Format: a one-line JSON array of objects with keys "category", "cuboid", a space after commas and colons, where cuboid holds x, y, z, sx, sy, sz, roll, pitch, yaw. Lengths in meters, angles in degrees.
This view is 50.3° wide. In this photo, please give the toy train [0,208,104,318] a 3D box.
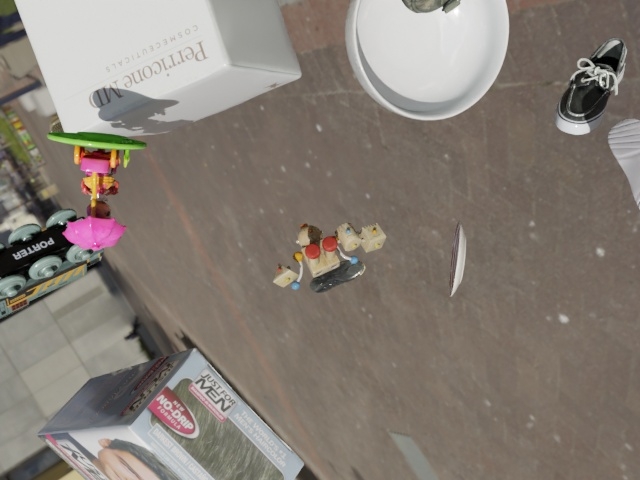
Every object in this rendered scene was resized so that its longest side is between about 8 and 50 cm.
[{"category": "toy train", "cuboid": [-0.654, 0.055, 1.573, 0.142, 0.334, 0.190, 50, 147, 15]}]

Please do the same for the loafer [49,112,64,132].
[{"category": "loafer", "cuboid": [-0.529, -0.284, 1.496, 0.050, 0.148, 0.056, 54, 165, 31]}]

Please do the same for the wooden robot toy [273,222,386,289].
[{"category": "wooden robot toy", "cuboid": [0.000, 0.000, 0.956, 0.079, 0.173, 0.076, 60, 167, 28]}]

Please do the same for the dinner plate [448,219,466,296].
[{"category": "dinner plate", "cuboid": [0.249, 0.032, 1.234, 0.141, 0.017, 0.141, 7, -90, -85]}]

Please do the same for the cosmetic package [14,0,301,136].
[{"category": "cosmetic package", "cuboid": [-0.284, -0.417, 1.181, 0.393, 0.329, 0.327, 71, -159, -4]}]

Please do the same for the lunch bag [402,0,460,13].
[{"category": "lunch bag", "cuboid": [0.128, -0.510, 1.020, 0.305, 0.212, 0.256, 55, 177, 4]}]

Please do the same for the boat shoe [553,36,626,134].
[{"category": "boat shoe", "cuboid": [0.637, -0.366, 1.582, 0.113, 0.306, 0.105, 29, 148, 28]}]

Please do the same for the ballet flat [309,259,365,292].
[{"category": "ballet flat", "cuboid": [0.046, 0.092, 1.811, 0.049, 0.173, 0.057, 0, -112, -60]}]

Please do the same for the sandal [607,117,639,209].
[{"category": "sandal", "cuboid": [0.644, -0.127, 1.308, 0.076, 0.102, 0.265, 27, -139, -40]}]

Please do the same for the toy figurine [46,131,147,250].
[{"category": "toy figurine", "cuboid": [-0.317, -0.068, 0.962, 0.173, 0.130, 0.159, -138, 54, -70]}]

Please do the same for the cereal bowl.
[{"category": "cereal bowl", "cuboid": [0.198, -0.415, 1.373, 0.339, 0.339, 0.141, 64, 169, -19]}]

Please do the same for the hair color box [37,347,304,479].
[{"category": "hair color box", "cuboid": [-0.206, 0.259, 0.852, 0.185, 0.113, 0.374, 49, 143, -13]}]
